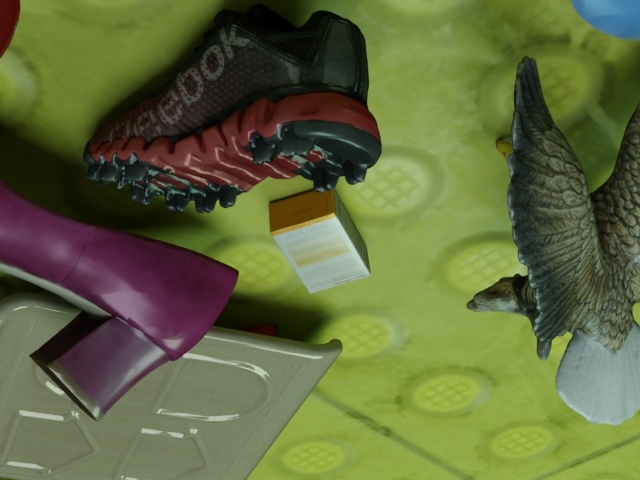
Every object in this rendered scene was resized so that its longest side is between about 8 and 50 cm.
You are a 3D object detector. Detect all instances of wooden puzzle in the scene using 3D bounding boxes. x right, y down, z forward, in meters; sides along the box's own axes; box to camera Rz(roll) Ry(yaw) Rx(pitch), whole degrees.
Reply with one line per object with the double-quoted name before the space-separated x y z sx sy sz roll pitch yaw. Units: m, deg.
"wooden puzzle" -0.192 0.159 1.114 0.347 0.080 0.322 9 139 -23

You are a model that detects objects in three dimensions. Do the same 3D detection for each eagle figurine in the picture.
"eagle figurine" 0.218 -0.016 0.855 0.225 0.226 0.298 24 150 3

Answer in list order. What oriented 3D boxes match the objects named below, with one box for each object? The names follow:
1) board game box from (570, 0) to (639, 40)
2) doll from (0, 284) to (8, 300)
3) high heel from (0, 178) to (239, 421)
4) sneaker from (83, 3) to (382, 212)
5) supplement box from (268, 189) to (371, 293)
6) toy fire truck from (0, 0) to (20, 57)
"board game box" 0.255 -0.210 0.757 0.133 0.033 0.168 19 140 -32
"doll" -0.382 0.057 0.986 0.189 0.046 0.129 -2 131 -14
"high heel" -0.225 -0.040 0.872 0.181 0.127 0.377 -44 123 -20
"sneaker" -0.069 -0.099 0.803 0.276 0.135 0.097 -8 159 40
"supplement box" 0.000 0.000 0.971 0.062 0.036 0.098 -17 139 13
"toy fire truck" -0.334 -0.156 0.575 0.169 0.302 0.254 20 151 43
